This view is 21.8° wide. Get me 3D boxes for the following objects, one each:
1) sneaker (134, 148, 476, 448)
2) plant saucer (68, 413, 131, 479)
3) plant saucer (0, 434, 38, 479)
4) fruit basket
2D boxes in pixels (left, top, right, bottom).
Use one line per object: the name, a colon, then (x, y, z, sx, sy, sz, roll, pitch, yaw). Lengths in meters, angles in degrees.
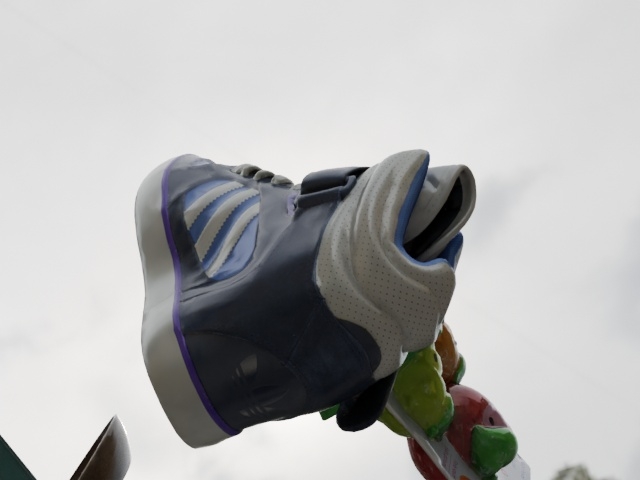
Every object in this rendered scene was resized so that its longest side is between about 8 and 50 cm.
sneaker: (0.000, 0.000, 1.154, 0.236, 0.322, 0.130, -26, -63, 10)
plant saucer: (-0.296, 0.338, 1.875, 0.050, 0.310, 0.310, 32, -53, -4)
plant saucer: (-0.336, 0.205, 1.627, 0.018, 0.067, 0.192, -17, -64, 45)
fruit basket: (0.124, 0.158, 1.774, 0.353, 0.327, 0.165, 45, -77, -3)
